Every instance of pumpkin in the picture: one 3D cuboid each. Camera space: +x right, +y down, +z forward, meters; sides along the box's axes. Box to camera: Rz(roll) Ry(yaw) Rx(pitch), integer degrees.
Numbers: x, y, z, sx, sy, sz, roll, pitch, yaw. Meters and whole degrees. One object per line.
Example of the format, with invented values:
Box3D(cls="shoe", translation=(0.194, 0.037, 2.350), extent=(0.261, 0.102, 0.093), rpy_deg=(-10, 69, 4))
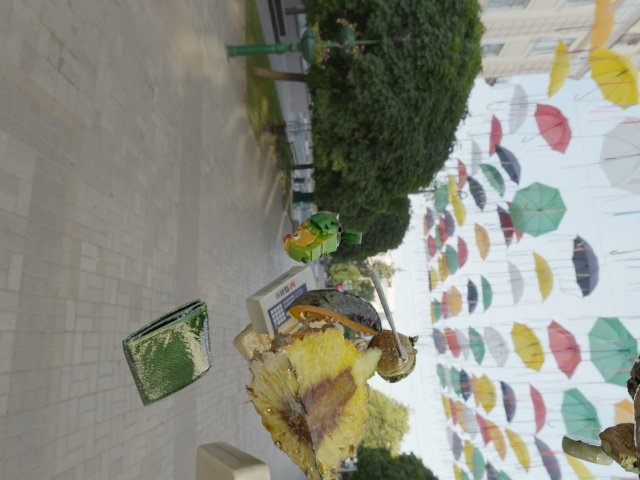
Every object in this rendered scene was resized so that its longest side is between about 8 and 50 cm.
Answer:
Box3D(cls="pumpkin", translation=(0.042, 0.182, 1.182), extent=(0.163, 0.278, 0.111), rpy_deg=(66, 34, -62))

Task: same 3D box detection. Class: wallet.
Box3D(cls="wallet", translation=(-0.295, 0.223, 0.815), extent=(0.055, 0.160, 0.236), rpy_deg=(38, -41, 29))

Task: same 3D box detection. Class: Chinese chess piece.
Box3D(cls="Chinese chess piece", translation=(0.857, 0.669, 1.323), extent=(0.144, 0.144, 0.059), rpy_deg=(80, 20, -79))

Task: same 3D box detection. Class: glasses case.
Box3D(cls="glasses case", translation=(-0.206, 0.553, 0.926), extent=(0.336, 0.076, 0.144), rpy_deg=(-27, -118, 57))

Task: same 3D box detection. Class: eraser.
Box3D(cls="eraser", translation=(-0.125, 0.194, 1.400), extent=(0.279, 0.081, 0.124), rpy_deg=(-33, 113, -51))

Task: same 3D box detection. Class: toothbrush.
Box3D(cls="toothbrush", translation=(0.199, 0.215, 1.237), extent=(0.030, 0.025, 0.342), rpy_deg=(42, 23, -35))

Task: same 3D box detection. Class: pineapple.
Box3D(cls="pineapple", translation=(-0.013, 0.317, 0.948), extent=(0.286, 0.208, 0.345), rpy_deg=(-27, 107, -46))

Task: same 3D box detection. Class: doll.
Box3D(cls="doll", translation=(-0.006, -0.004, 1.065), extent=(0.134, 0.186, 0.106), rpy_deg=(39, -40, 35))

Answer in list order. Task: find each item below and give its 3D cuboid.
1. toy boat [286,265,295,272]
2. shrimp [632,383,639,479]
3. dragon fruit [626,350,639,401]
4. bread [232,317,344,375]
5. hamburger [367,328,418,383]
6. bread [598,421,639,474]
Box3D(cls="toy boat", translation=(-0.130, 0.164, 1.720), extent=(0.063, 0.115, 0.016), rpy_deg=(45, 9, -3))
Box3D(cls="shrimp", translation=(0.759, 0.416, 0.907), extent=(0.169, 0.058, 0.296), rpy_deg=(99, 17, -53))
Box3D(cls="dragon fruit", translation=(1.050, 0.409, 1.136), extent=(0.329, 0.328, 0.330), rpy_deg=(-4, 90, -89))
Box3D(cls="bread", translation=(-0.142, 0.390, 1.641), extent=(0.279, 0.390, 0.371), rpy_deg=(48, -19, 7))
Box3D(cls="hamburger", translation=(0.231, 0.349, 1.279), extent=(0.159, 0.184, 0.131), rpy_deg=(50, -8, 42))
Box3D(cls="bread", translation=(0.879, 0.587, 1.161), extent=(0.140, 0.127, 0.069), rpy_deg=(-125, -164, -67))
